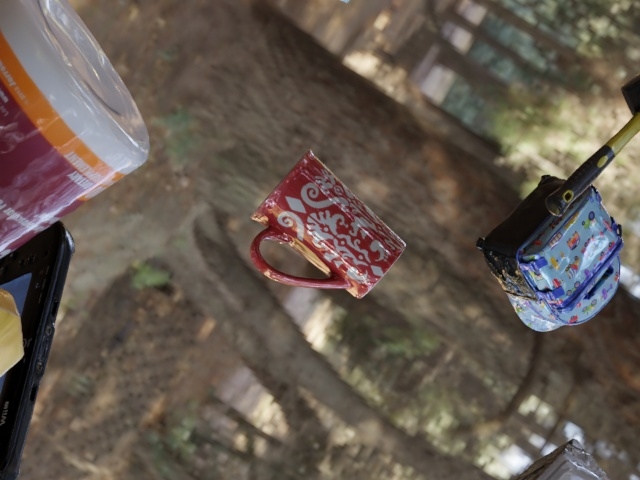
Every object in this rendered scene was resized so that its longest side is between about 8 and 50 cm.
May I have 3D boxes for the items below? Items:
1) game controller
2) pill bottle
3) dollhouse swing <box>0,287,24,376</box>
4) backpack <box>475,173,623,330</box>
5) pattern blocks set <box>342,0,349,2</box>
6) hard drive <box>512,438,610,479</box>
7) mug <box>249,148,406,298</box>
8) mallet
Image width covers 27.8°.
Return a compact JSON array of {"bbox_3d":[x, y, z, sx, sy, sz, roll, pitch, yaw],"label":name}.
[{"bbox_3d":[-0.342,0.127,1.362,0.166,0.067,0.319,-26,-133,46],"label":"game controller"},{"bbox_3d":[-0.371,-0.061,1.162,0.392,0.224,0.224,-33,-179,6],"label":"pill bottle"},{"bbox_3d":[-0.476,0.059,1.068,0.305,0.315,0.347,-53,139,5],"label":"dollhouse swing"},{"bbox_3d":[0.296,0.030,1.569,0.158,0.173,0.117,-42,-152,-19],"label":"backpack"},{"bbox_3d":[-0.090,-0.318,0.950,0.026,0.325,0.285,-39,144,26],"label":"pattern blocks set"},{"bbox_3d":[0.177,0.302,0.914,0.064,0.237,0.339,-41,170,33],"label":"hard drive"},{"bbox_3d":[0.002,-0.003,1.596,0.150,0.169,0.113,-50,-177,5],"label":"mug"},{"bbox_3d":[0.247,-0.069,1.075,0.039,0.062,0.190,-21,-157,53],"label":"mallet"}]
